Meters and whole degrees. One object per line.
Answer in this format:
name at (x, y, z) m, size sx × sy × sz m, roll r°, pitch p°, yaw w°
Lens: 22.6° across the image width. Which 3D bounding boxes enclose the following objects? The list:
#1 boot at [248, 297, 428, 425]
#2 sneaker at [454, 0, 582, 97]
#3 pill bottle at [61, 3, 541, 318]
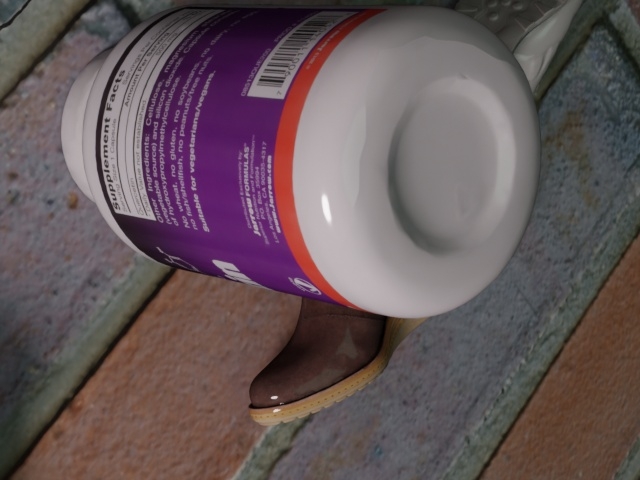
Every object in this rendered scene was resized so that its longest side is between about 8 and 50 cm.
boot at (0.000, 0.000, 1.233) m, size 0.248 × 0.090 × 0.207 m, roll -37°, pitch 107°, yaw -29°
sneaker at (0.155, -0.156, 1.334) m, size 0.235 × 0.090 × 0.095 m, roll -53°, pitch 143°, yaw -20°
pill bottle at (-0.029, -0.060, 1.022) m, size 0.181 × 0.323 × 0.182 m, roll -7°, pitch 101°, yaw -39°
